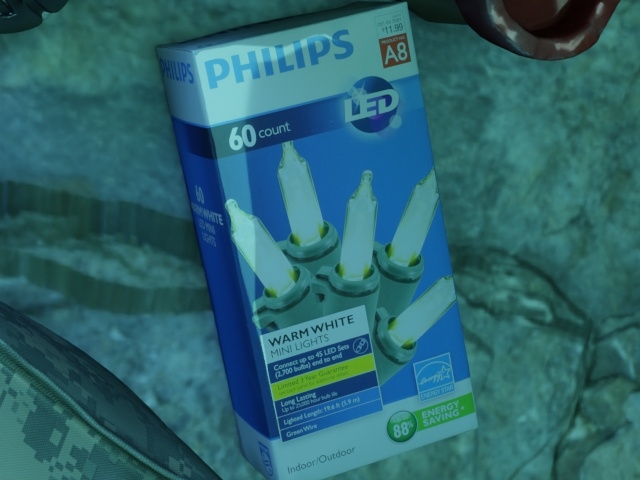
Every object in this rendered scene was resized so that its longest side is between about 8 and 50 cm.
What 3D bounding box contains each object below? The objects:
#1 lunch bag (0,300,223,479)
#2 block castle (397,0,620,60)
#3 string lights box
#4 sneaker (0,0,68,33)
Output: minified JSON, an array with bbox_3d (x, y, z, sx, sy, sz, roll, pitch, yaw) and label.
[{"bbox_3d":[-0.200,0.094,0.693,0.287,0.235,0.169,42,81,-23],"label":"lunch bag"},{"bbox_3d":[0.163,-0.349,0.780,0.303,0.213,0.453,-18,106,-19],"label":"block castle"},{"bbox_3d":[0.000,0.000,0.848,0.133,0.076,0.260,-16,105,-18],"label":"string lights box"},{"bbox_3d":[-0.181,-0.239,0.711,0.100,0.108,0.272,-5,100,-28],"label":"sneaker"}]
